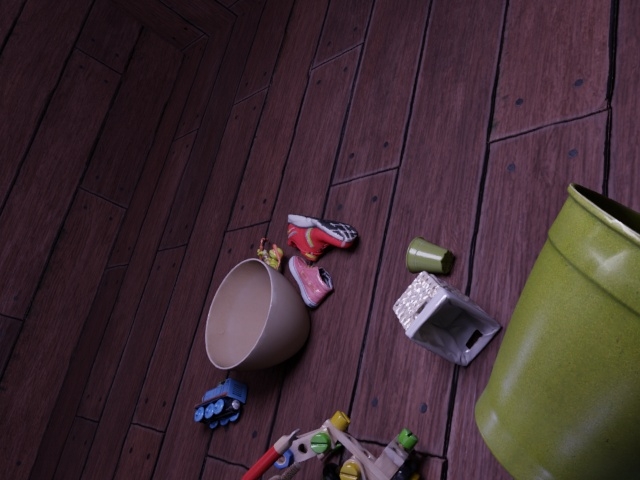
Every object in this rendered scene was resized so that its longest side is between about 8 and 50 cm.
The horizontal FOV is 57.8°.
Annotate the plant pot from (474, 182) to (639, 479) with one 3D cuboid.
[{"bbox_3d":[0.398,0.169,0.771,0.353,0.366,0.366,-63,33,21],"label":"plant pot"}]

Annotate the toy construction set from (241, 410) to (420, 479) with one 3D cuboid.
[{"bbox_3d":[0.039,0.403,1.083,0.237,0.308,0.257,-48,45,10],"label":"toy construction set"}]

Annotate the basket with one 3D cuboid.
[{"bbox_3d":[0.236,0.146,1.104,0.113,0.167,0.103,-52,32,13],"label":"basket"}]

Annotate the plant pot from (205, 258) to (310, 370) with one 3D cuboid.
[{"bbox_3d":[-0.140,0.212,1.498,0.284,0.190,0.284,-30,47,39],"label":"plant pot"}]

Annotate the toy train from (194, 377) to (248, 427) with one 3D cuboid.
[{"bbox_3d":[-0.281,0.455,1.620,0.184,0.080,0.105,-31,36,39],"label":"toy train"}]

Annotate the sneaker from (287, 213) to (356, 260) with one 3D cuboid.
[{"bbox_3d":[0.000,0.000,1.576,0.279,0.107,0.119,15,98,57],"label":"sneaker"}]

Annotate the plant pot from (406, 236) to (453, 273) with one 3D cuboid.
[{"bbox_3d":[0.241,0.039,1.252,0.079,0.083,0.083,13,77,40],"label":"plant pot"}]

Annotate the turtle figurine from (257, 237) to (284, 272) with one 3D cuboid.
[{"bbox_3d":[-0.161,0.102,1.694,0.217,0.087,0.269,-62,20,7],"label":"turtle figurine"}]

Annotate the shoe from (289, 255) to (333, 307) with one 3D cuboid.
[{"bbox_3d":[-0.023,0.091,1.554,0.081,0.063,0.178,-45,44,21],"label":"shoe"}]
